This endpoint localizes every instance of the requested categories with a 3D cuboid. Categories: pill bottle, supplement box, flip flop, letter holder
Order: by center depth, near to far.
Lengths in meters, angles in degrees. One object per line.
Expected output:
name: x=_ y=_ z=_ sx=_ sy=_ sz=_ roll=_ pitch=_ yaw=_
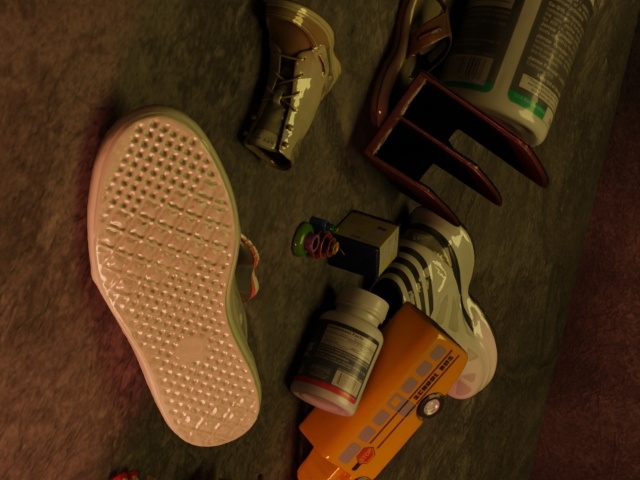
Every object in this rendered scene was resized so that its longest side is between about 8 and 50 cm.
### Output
flip flop: x=0.152 y=-0.291 z=2.197 sx=0.277 sy=0.080 sz=0.112 roll=-68 pitch=158 yaw=-11
supplement box: x=0.067 y=0.006 z=2.208 sx=0.083 sy=0.083 sz=0.056 roll=-46 pitch=147 yaw=-48
pill bottle: x=0.035 y=0.166 z=2.219 sx=0.180 sy=0.108 sz=0.108 roll=-66 pitch=158 yaw=-16
letter holder: x=0.222 y=-0.108 z=2.243 sx=0.152 sy=0.214 sz=0.302 roll=-55 pitch=163 yaw=0
pill bottle: x=0.336 y=-0.355 z=2.429 sx=0.361 sy=0.204 sz=0.204 roll=-68 pitch=158 yaw=-9

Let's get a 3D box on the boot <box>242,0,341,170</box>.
boot: x=-0.045 y=-0.190 z=1.802 sx=0.165 sy=0.077 sz=0.213 roll=-65 pitch=160 yaw=-14

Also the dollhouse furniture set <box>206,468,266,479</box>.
dollhouse furniture set: x=-0.110 y=0.422 z=1.898 sx=0.259 sy=0.262 sz=0.135 roll=-104 pitch=-157 yaw=-68

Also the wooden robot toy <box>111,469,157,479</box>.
wooden robot toy: x=-0.235 y=0.331 z=1.776 sx=0.079 sy=0.076 sz=0.173 roll=-41 pitch=163 yaw=13

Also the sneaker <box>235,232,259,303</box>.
sneaker: x=-0.116 y=0.041 z=1.829 sx=0.065 sy=0.061 sz=0.158 roll=-53 pitch=151 yaw=-28

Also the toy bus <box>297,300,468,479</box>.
toy bus: x=0.084 y=0.266 z=2.288 sx=0.332 sy=0.108 sz=0.130 roll=-50 pitch=132 yaw=4

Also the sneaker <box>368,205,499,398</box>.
sneaker: x=0.164 y=0.174 z=2.522 sx=0.257 sy=0.169 sz=0.447 roll=-49 pitch=141 yaw=-29

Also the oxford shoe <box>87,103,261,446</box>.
oxford shoe: x=-0.165 y=0.037 z=1.632 sx=0.130 sy=0.169 sz=0.449 roll=-113 pitch=-171 yaw=-52

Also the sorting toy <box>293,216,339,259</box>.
sorting toy: x=0.000 y=0.000 z=2.098 sx=0.102 sy=0.042 sz=0.061 roll=8 pitch=99 yaw=-68
